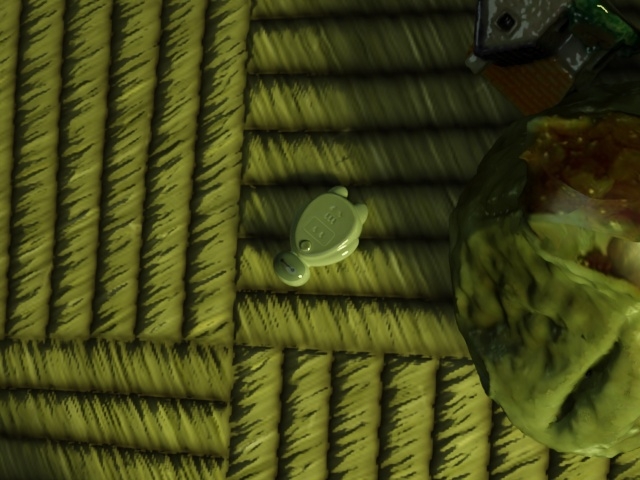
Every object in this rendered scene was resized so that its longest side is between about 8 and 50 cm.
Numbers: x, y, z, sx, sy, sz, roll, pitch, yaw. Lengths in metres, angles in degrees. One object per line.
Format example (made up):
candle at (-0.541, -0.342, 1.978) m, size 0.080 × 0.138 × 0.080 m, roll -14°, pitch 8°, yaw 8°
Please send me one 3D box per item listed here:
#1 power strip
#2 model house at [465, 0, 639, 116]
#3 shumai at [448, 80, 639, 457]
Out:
power strip at (0.000, 0.000, 1.202) m, size 0.055 × 0.035 × 0.083 m, roll 40°, pitch 88°, yaw 21°
model house at (0.153, -0.136, 1.107) m, size 0.100 × 0.101 × 0.088 m, roll -45°, pitch 72°, yaw 14°
shumai at (0.160, 0.018, 1.015) m, size 0.225 × 0.222 × 0.260 m, roll 35°, pitch 115°, yaw 27°
